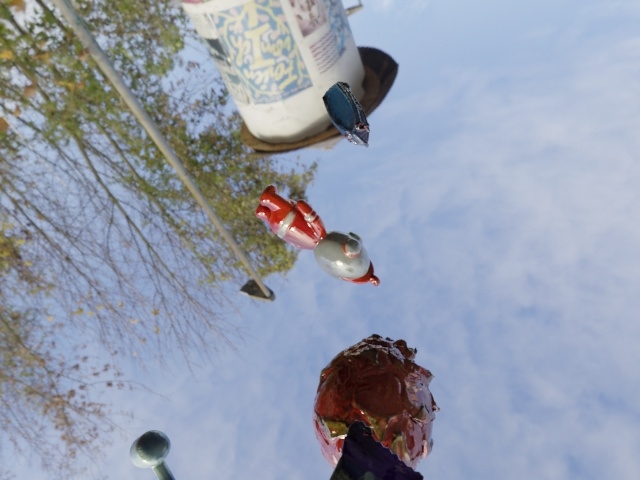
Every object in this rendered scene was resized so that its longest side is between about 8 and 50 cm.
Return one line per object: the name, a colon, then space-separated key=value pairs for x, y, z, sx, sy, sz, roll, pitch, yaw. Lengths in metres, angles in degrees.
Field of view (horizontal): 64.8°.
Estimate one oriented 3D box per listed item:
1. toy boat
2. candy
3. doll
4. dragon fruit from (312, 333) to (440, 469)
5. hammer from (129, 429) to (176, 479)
toy boat: x=0.030 y=-0.131 z=0.529 sx=0.038 sy=0.038 sz=0.083 roll=-25 pitch=-111 yaw=2
candy: x=0.040 y=0.429 z=0.765 sx=0.145 sy=0.070 sz=0.275 roll=22 pitch=-104 yaw=41
doll: x=0.000 y=0.000 z=0.844 sx=0.245 sy=0.142 sz=0.076 roll=33 pitch=-114 yaw=1
dragon fruit: x=0.116 y=0.374 z=1.103 sx=0.278 sy=0.277 sz=0.342 roll=8 pitch=-113 yaw=33
hammer: x=-0.320 y=0.485 z=1.039 sx=0.070 sy=0.193 sz=0.116 roll=-28 pitch=171 yaw=-40
